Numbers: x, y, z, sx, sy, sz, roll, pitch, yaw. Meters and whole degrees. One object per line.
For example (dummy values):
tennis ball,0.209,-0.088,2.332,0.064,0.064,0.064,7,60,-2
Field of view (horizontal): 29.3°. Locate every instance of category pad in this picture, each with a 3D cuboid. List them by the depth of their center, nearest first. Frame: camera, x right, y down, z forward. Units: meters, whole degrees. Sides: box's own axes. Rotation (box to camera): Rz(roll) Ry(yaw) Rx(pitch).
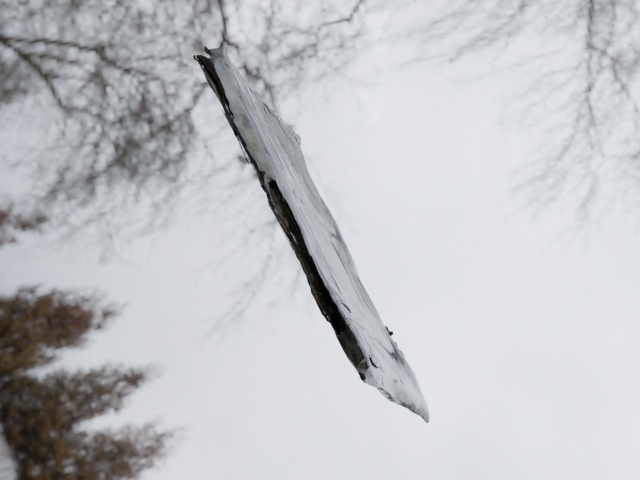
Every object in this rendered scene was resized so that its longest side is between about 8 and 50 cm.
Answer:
pad,-0.001,0.000,0.760,0.233,0.022,0.174,64,7,21
